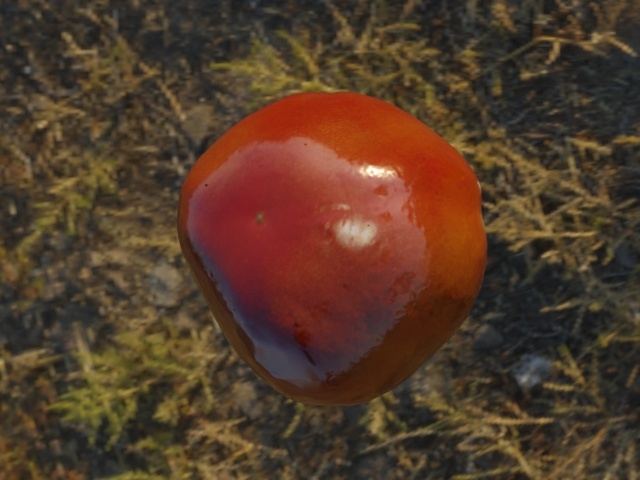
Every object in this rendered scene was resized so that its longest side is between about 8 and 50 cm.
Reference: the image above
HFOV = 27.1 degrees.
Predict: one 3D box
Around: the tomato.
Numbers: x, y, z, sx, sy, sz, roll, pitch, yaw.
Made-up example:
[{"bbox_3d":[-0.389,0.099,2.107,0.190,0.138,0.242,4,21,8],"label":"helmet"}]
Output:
[{"bbox_3d":[0.003,-0.003,1.047,0.260,0.180,0.260,-4,82,30],"label":"tomato"}]
